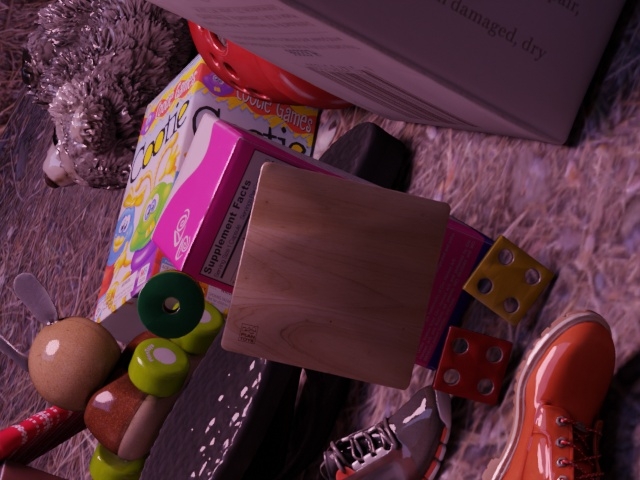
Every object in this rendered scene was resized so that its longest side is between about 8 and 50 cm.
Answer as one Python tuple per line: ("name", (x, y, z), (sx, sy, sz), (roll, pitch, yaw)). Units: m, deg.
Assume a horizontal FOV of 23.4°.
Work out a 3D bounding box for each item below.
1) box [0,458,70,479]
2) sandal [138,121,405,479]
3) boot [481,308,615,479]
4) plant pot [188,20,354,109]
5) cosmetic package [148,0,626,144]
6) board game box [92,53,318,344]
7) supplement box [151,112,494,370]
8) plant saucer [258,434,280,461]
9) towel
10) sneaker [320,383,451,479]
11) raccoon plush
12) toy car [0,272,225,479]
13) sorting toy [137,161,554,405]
("box", (-0.301, 0.356, 1.579), (0.203, 0.168, 0.167), (-42, 31, 46))
("sandal", (-0.022, 0.099, 1.310), (0.446, 0.107, 0.167), (-61, 17, -21))
("boot", (0.149, 0.123, 0.922), (0.084, 0.059, 0.158), (35, 110, 65))
("plant pot", (-0.014, -0.215, 1.462), (0.191, 0.191, 0.174), (-65, 26, 5))
("cosmetic package", (0.065, -0.323, 1.195), (0.394, 0.327, 0.329), (-66, 21, -2))
("board game box", (-0.113, -0.028, 1.561), (0.142, 0.144, 0.275), (-36, 38, 52))
("supplement box", (0.000, 0.000, 1.162), (0.114, 0.220, 0.111), (-65, 21, 5))
("plant saucer", (-0.119, 0.248, 1.443), (0.278, 0.041, 0.278), (-49, 28, 38))
("towel", (-0.283, 0.194, 1.662), (0.275, 0.031, 0.199), (-30, -7, -42))
("sneaker", (0.037, 0.163, 1.123), (0.158, 0.064, 0.061), (-57, 24, 25))
("raccoon plush", (-0.234, -0.265, 2.031), (0.446, 0.216, 0.299), (-63, 30, 8))
("toy car", (-0.209, 0.109, 1.421), (0.155, 0.188, 0.149), (-65, -8, 33))
("sorting toy", (0.018, 0.025, 1.072), (0.046, 0.274, 0.132), (-133, 56, -86))
